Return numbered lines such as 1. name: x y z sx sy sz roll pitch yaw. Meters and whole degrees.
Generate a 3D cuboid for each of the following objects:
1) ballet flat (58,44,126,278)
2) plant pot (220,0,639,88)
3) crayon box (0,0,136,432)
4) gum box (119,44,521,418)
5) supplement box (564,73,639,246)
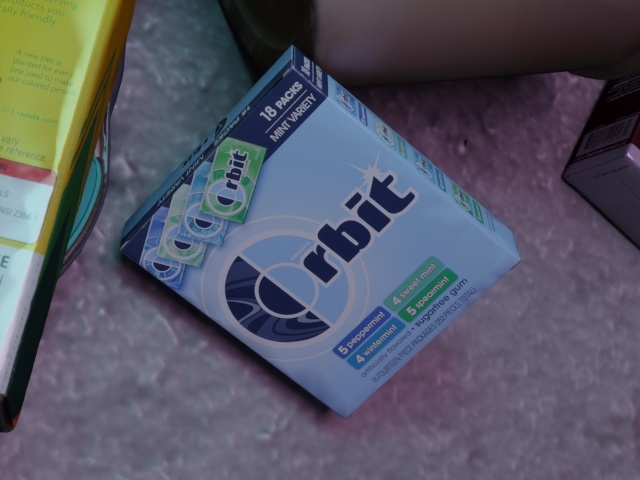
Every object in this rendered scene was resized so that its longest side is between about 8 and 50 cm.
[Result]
1. ballet flat: -0.153 -0.052 0.814 0.074 0.074 0.203 23 64 -27
2. plant pot: 0.077 -0.229 0.900 0.280 0.323 0.323 -21 89 -18
3. crayon box: -0.214 -0.080 0.732 0.202 0.081 0.318 14 68 -3
4. gum box: 0.000 0.000 0.856 0.184 0.157 0.041 38 21 -19
5. supplement box: 0.297 -0.108 1.123 0.130 0.073 0.239 41 60 -19
